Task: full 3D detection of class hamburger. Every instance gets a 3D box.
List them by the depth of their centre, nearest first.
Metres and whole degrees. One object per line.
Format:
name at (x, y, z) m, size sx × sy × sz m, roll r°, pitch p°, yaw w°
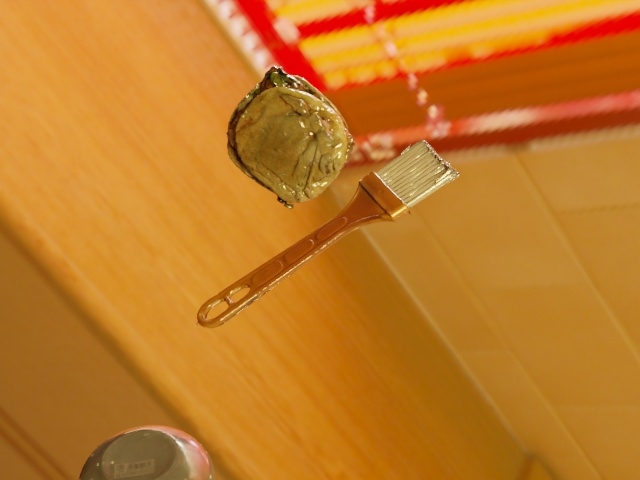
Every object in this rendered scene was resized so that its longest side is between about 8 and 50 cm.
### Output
hamburger at (-0.045, -0.161, 2.249) m, size 0.183 × 0.206 × 0.130 m, roll -53°, pitch 165°, yaw 22°

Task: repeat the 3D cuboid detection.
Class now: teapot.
teapot at (-0.222, 0.380, 1.909) m, size 0.183 × 0.251 × 0.183 m, roll -5°, pitch -142°, yaw 4°

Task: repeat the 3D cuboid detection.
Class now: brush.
brush at (0.000, 0.000, 1.480) m, size 0.314 × 0.017 × 0.090 m, roll -34°, pitch -145°, yaw -3°
